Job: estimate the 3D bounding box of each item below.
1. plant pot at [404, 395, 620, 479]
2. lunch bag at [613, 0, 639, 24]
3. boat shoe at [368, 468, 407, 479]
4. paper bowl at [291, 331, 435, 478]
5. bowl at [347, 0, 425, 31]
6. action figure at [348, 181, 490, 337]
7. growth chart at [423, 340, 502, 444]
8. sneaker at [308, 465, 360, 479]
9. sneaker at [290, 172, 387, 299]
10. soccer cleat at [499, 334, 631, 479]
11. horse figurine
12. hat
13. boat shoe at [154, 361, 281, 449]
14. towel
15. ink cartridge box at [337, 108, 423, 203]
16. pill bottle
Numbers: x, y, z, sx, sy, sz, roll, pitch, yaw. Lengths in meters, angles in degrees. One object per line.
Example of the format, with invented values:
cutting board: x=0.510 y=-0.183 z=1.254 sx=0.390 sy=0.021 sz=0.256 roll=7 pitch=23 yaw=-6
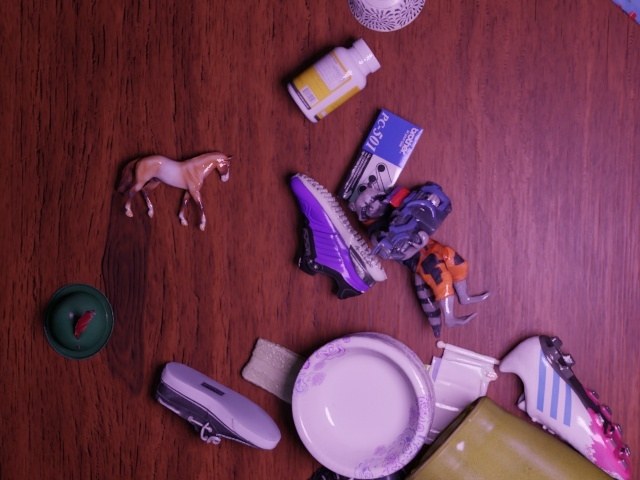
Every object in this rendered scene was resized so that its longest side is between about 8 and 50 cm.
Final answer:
plant pot: x=0.359 y=0.499 z=1.335 sx=0.353 sy=0.366 sz=0.366 roll=42 pitch=99 yaw=13
lunch bag: x=0.708 y=-0.554 z=1.340 sx=0.293 sy=0.138 sz=0.221 roll=-44 pitch=82 yaw=0
boat shoe: x=0.164 y=0.579 z=1.495 sx=0.095 sy=0.079 sz=0.254 roll=-19 pitch=89 yaw=11
paper bowl: x=0.094 y=0.331 z=1.455 sx=0.284 sy=0.148 sz=0.284 roll=0 pitch=91 yaw=17
bowl: x=0.133 y=-0.527 z=1.457 sx=0.170 sy=0.080 sz=0.170 roll=0 pitch=91 yaw=11
action figure: x=0.171 y=0.033 z=1.380 sx=0.330 sy=0.341 sz=0.178 roll=51 pitch=126 yaw=7
growth chart: x=0.269 y=0.332 z=1.497 sx=0.172 sy=0.021 sz=0.237 roll=22 pitch=96 yaw=9
sneaker: x=0.004 y=0.590 z=1.527 sx=0.108 sy=0.100 sz=0.271 roll=36 pitch=95 yaw=-18
sneaker: x=0.000 y=0.000 z=1.490 sx=0.146 sy=0.102 sz=0.293 roll=-37 pitch=86 yaw=10
soccer cleat: x=0.491 y=0.346 z=1.425 sx=0.143 sy=0.116 sz=0.331 roll=-34 pitch=86 yaw=29
horse figurine: x=-0.336 y=-0.126 z=1.564 sx=0.263 sy=0.066 sz=0.174 roll=11 pitch=100 yaw=7
hat: x=-0.571 y=0.182 z=1.557 sx=0.173 sy=0.183 sz=0.208 roll=36 pitch=98 yaw=7
boat shoe: x=-0.233 y=0.386 z=1.544 sx=0.306 sy=0.113 sz=0.105 roll=27 pitch=103 yaw=11
towel: x=-0.092 y=0.288 z=1.556 sx=0.148 sy=0.027 sz=0.110 roll=27 pitch=96 yaw=8
ink cartridge box: x=0.126 y=-0.162 z=1.490 sx=0.097 sy=0.046 sz=0.207 roll=29 pitch=97 yaw=6
pill bottle: x=0.029 y=-0.337 z=1.471 sx=0.184 sy=0.103 sz=0.103 roll=-34 pitch=86 yaw=9
